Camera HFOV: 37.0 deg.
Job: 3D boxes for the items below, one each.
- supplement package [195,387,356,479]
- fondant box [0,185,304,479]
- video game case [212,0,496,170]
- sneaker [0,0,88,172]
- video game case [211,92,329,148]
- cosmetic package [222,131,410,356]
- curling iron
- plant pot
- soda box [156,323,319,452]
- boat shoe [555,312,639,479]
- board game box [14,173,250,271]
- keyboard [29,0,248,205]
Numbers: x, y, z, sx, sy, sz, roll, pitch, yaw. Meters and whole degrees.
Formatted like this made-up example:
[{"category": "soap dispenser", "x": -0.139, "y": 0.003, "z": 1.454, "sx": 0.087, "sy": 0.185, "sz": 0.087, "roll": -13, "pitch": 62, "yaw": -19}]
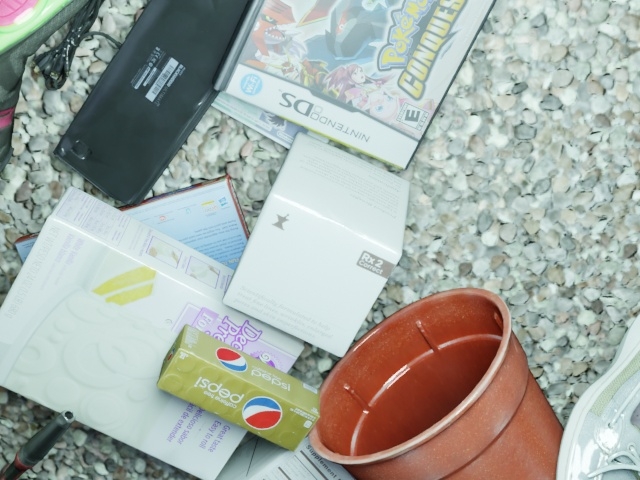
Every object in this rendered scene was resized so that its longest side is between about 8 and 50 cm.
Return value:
[{"category": "supplement package", "x": -0.055, "y": 0.329, "z": 1.218, "sx": 0.244, "sy": 0.139, "sz": 0.134, "roll": -38, "pitch": 100, "yaw": 14}, {"category": "fondant box", "x": -0.216, "y": 0.119, "z": 1.160, "sx": 0.330, "sy": 0.096, "sz": 0.238, "roll": 28, "pitch": 112, "yaw": -13}, {"category": "video game case", "x": 0.049, "y": -0.243, "z": 1.055, "sx": 0.248, "sy": 0.035, "sz": 0.275, "roll": 21, "pitch": 108, "yaw": -19}, {"category": "sneaker", "x": -0.421, "y": -0.174, "z": 1.068, "sx": 0.483, "sy": 0.202, "sz": 0.185, "roll": -43, "pitch": 74, "yaw": 7}, {"category": "video game case", "x": -0.048, "y": -0.215, "z": 1.108, "sx": 0.201, "sy": 0.023, "sz": 0.183, "roll": 29, "pitch": 107, "yaw": -5}, {"category": "cosmetic package", "x": 0.000, "y": 0.000, "z": 1.077, "sx": 0.151, "sy": 0.183, "sz": 0.151, "roll": 25, "pitch": 119, "yaw": -3}, {"category": "curling iron", "x": -0.358, "y": 0.279, "z": 1.222, "sx": 0.068, "sy": 0.035, "sz": 0.274, "roll": 27, "pitch": 133, "yaw": -11}, {"category": "plant pot", "x": 0.171, "y": 0.244, "z": 1.127, "sx": 0.272, "sy": 0.272, "sz": 0.265, "roll": -33, "pitch": 110, "yaw": 12}, {"category": "soda box", "x": -0.093, "y": 0.170, "z": 1.098, "sx": 0.181, "sy": 0.058, "sz": 0.061, "roll": 28, "pitch": 112, "yaw": -12}, {"category": "boat shoe", "x": 0.370, "y": 0.201, "z": 1.084, "sx": 0.320, "sy": 0.103, "sz": 0.118, "roll": -49, "pitch": 121, "yaw": -26}, {"category": "board game box", "x": -0.223, "y": 0.026, "z": 1.192, "sx": 0.281, "sy": 0.027, "sz": 0.145, "roll": -16, "pitch": 106, "yaw": 8}, {"category": "keyboard", "x": -0.209, "y": -0.211, "z": 1.103, "sx": 0.201, "sy": 0.033, "sz": 0.317, "roll": 38, "pitch": 107, "yaw": -1}]
